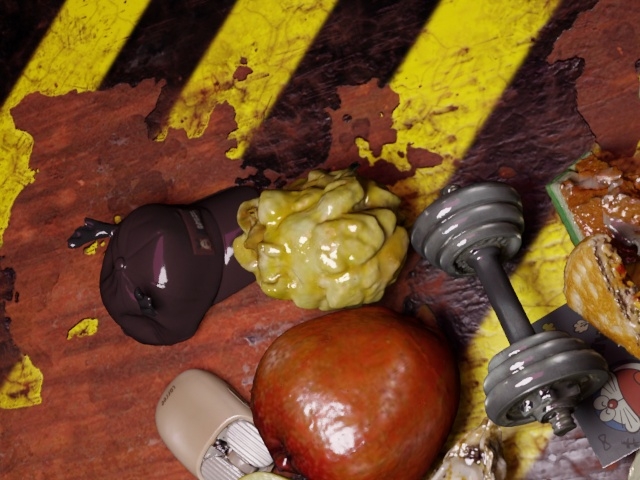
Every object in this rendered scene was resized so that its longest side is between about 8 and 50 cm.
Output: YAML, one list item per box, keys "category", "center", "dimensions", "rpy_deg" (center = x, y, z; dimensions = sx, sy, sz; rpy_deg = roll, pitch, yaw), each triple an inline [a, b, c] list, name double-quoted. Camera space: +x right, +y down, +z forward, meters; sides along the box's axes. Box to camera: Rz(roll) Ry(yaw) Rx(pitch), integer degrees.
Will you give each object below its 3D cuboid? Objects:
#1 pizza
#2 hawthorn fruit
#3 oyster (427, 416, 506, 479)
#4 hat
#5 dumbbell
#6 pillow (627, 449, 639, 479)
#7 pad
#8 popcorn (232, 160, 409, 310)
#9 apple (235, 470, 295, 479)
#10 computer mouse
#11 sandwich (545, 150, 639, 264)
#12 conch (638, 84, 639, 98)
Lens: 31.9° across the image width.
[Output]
- category: "pizza"
  center: [0.411, 0.089, 1.521]
  dimensions: [0.062, 0.188, 0.199]
  rpy_deg: [-29, 68, -12]
- category: "hawthorn fruit"
  center: [0.059, 0.241, 1.616]
  dimensions: [0.311, 0.295, 0.295]
  rpy_deg: [-16, 70, -3]
- category: "oyster"
  center: [0.186, 0.411, 1.599]
  dimensions: [0.166, 0.110, 0.341]
  rpy_deg: [15, 87, 33]
- category: "hat"
  center: [-0.253, 0.017, 1.838]
  dimensions: [0.336, 0.209, 0.238]
  rpy_deg: [-36, 63, 12]
- category: "dumbbell"
  center: [0.260, 0.087, 1.579]
  dimensions: [0.179, 0.179, 0.406]
  rpy_deg: [-31, 61, 16]
- category: "pillow"
  center: [0.514, 0.397, 1.467]
  dimensions: [0.274, 0.076, 0.281]
  rpy_deg: [20, 89, 35]
- category: "pad"
  center: [0.411, 0.176, 1.574]
  dimensions: [0.170, 0.006, 0.245]
  rpy_deg: [-34, 54, 15]
- category: "popcorn"
  center: [0.000, 0.000, 1.707]
  dimensions: [0.286, 0.252, 0.215]
  rpy_deg: [12, 126, 62]
- category: "apple"
  center: [-0.052, 0.511, 1.627]
  dimensions: [0.179, 0.254, 0.346]
  rpy_deg: [-8, 73, -23]
- category: "computer mouse"
  center: [-0.173, 0.308, 1.804]
  dimensions: [0.236, 0.082, 0.145]
  rpy_deg: [41, 96, 28]
- category: "sandwich"
  center: [0.402, -0.047, 1.577]
  dimensions: [0.109, 0.160, 0.185]
  rpy_deg: [-31, 74, -5]
- category: "conch"
  center: [0.513, -0.300, 1.574]
  dimensions: [0.124, 0.181, 0.187]
  rpy_deg: [10, 57, 32]
